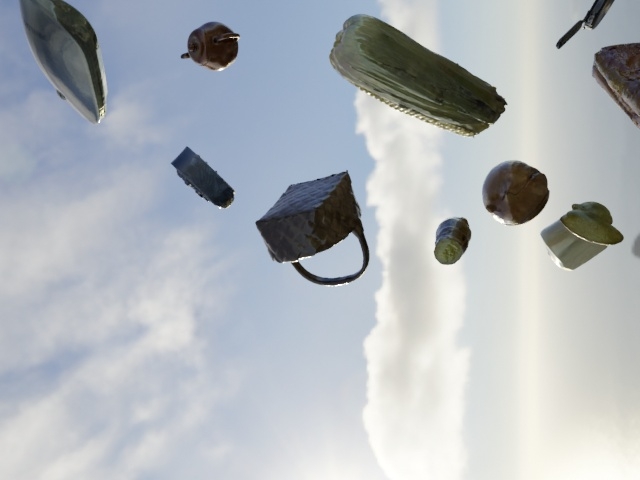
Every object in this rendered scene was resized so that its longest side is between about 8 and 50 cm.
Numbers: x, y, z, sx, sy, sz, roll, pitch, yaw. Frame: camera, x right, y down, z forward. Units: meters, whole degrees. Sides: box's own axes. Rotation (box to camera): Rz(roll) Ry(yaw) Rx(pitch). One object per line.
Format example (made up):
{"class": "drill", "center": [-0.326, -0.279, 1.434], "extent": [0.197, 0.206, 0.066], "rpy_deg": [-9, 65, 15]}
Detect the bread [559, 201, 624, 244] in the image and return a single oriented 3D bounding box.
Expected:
{"class": "bread", "center": [0.811, -0.061, 2.202], "extent": [0.149, 0.187, 0.065], "rpy_deg": [-30, -42, -28]}

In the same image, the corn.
{"class": "corn", "center": [0.160, -0.268, 1.236], "extent": [0.122, 0.305, 0.123], "rpy_deg": [-69, 20, 1]}

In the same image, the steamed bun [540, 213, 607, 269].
{"class": "steamed bun", "center": [0.837, -0.011, 2.476], "extent": [0.155, 0.200, 0.250], "rpy_deg": [59, -163, 23]}

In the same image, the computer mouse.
{"class": "computer mouse", "center": [-0.506, -0.356, 1.464], "extent": [0.095, 0.197, 0.331], "rpy_deg": [-41, -20, -25]}

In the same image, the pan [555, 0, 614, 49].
{"class": "pan", "center": [0.549, -0.456, 1.516], "extent": [0.235, 0.028, 0.136], "rpy_deg": [-47, -18, -20]}

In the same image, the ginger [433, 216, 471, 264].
{"class": "ginger", "center": [0.404, -0.009, 2.297], "extent": [0.263, 0.116, 0.109], "rpy_deg": [-50, -50, -67]}

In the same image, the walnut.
{"class": "walnut", "center": [0.571, -0.139, 2.227], "extent": [0.298, 0.203, 0.203], "rpy_deg": [-14, -76, -64]}

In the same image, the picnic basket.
{"class": "picnic basket", "center": [0.000, 0.000, 2.224], "extent": [0.337, 0.292, 0.338], "rpy_deg": [27, -123, -53]}

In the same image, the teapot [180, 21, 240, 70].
{"class": "teapot", "center": [-0.250, -0.439, 1.693], "extent": [0.116, 0.173, 0.116], "rpy_deg": [7, -100, -43]}

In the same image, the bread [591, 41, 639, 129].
{"class": "bread", "center": [0.602, -0.283, 1.363], "extent": [0.271, 0.139, 0.077], "rpy_deg": [-96, -5, -53]}

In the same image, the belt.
{"class": "belt", "center": [-0.312, -0.162, 2.007], "extent": [0.190, 0.082, 0.141], "rpy_deg": [45, 177, -31]}
